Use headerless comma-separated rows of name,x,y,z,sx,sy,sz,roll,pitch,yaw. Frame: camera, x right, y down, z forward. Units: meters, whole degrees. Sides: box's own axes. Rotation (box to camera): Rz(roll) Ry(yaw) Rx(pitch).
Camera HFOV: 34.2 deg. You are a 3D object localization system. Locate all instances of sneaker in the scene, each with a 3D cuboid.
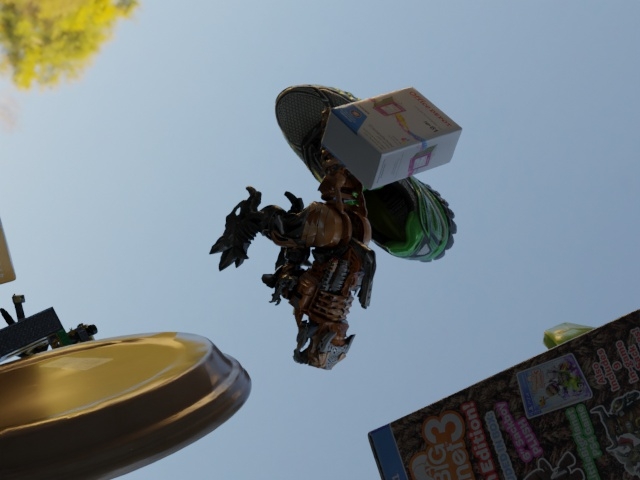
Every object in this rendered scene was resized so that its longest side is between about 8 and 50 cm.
sneaker,0.056,-0.109,1.523,0.343,0.146,0.134,45,-74,17

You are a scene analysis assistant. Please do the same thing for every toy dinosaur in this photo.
toy dinosaur,0.000,0.000,1.366,0.218,0.164,0.322,3,-116,45

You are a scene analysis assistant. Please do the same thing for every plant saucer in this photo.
plant saucer,-0.187,0.117,0.731,0.277,0.277,0.041,-1,-76,55

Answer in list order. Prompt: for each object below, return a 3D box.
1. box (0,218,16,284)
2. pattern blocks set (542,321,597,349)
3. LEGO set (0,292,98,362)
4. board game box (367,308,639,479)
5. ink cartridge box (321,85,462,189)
box,-0.604,-0.027,1.367,0.215,0.345,0.168,89,-22,-43
pattern blocks set,0.393,0.154,1.229,0.285,0.324,0.026,19,-64,36
LEGO set,-0.461,0.238,1.440,0.331,0.255,0.192,-34,180,-35
board game box,0.238,0.198,0.992,0.291,0.232,0.141,-30,-115,26
ink cartridge box,0.078,-0.113,1.122,0.088,0.122,0.052,46,-42,30
